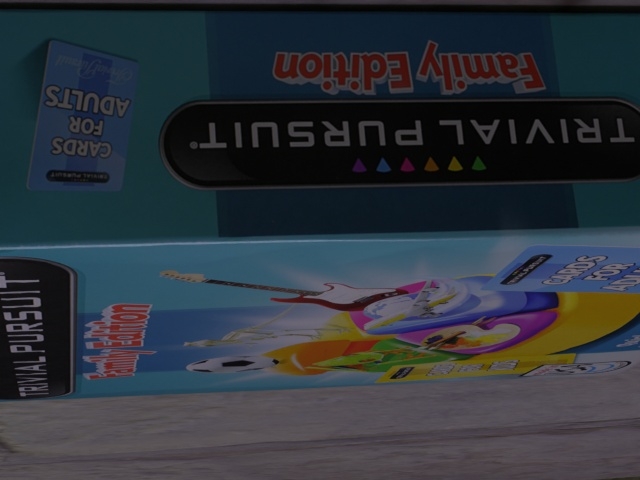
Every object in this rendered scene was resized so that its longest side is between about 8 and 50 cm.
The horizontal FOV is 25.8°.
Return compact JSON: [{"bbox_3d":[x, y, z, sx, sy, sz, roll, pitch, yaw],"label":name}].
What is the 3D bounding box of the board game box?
[{"bbox_3d":[0.000,0.000,0.534,0.336,0.079,0.254,-2,164,-10],"label":"board game box"}]
